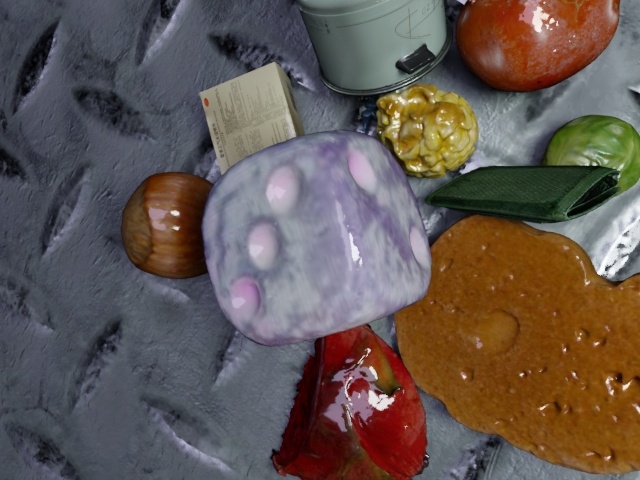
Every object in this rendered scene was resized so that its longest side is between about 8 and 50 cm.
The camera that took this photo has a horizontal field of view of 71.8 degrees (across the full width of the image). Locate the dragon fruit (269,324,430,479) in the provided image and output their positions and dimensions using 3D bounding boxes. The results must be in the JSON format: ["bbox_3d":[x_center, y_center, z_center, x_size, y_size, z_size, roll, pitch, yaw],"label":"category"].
[{"bbox_3d":[0.058,0.326,0.780,0.281,0.100,0.344,19,96,17],"label":"dragon fruit"}]

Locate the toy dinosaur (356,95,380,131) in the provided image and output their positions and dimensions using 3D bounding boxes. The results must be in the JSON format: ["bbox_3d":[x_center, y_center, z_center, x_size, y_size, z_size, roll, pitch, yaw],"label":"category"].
[{"bbox_3d":[0.092,-0.247,0.837,0.047,0.030,0.084,2,89,14],"label":"toy dinosaur"}]

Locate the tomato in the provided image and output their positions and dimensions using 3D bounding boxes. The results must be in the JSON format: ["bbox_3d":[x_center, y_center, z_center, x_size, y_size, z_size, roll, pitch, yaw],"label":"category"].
[{"bbox_3d":[0.331,-0.331,0.695,0.231,0.232,0.189,-20,101,12],"label":"tomato"}]

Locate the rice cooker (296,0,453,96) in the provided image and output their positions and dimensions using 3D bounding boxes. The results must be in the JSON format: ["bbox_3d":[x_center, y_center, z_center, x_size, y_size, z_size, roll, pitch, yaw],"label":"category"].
[{"bbox_3d":[0.091,-0.370,0.731,0.241,0.227,0.281,-32,50,-2],"label":"rice cooker"}]

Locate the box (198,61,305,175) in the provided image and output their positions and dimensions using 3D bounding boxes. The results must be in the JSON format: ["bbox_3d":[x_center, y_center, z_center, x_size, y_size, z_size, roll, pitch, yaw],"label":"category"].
[{"bbox_3d":[-0.119,-0.201,0.851,0.167,0.095,0.212,-17,85,11],"label":"box"}]

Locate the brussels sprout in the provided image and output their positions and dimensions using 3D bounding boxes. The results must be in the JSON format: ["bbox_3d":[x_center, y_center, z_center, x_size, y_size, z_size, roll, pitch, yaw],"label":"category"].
[{"bbox_3d":[0.434,-0.128,0.714,0.154,0.117,0.155,0,87,6],"label":"brussels sprout"}]

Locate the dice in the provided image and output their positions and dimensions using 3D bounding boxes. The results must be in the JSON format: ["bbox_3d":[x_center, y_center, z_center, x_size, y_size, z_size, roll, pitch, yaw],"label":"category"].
[{"bbox_3d":[0.000,0.000,0.700,0.270,0.270,0.272,-20,83,32],"label":"dice"}]

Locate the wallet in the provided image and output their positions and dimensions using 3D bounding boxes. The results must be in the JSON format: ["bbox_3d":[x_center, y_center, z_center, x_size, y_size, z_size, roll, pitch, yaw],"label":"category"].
[{"bbox_3d":[0.297,-0.073,0.676,0.160,0.236,0.055,-24,110,-29],"label":"wallet"}]

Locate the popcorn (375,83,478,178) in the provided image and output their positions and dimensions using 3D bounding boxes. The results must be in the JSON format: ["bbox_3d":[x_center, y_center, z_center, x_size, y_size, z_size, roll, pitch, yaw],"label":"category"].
[{"bbox_3d":[0.175,-0.187,0.750,0.179,0.170,0.180,30,138,31],"label":"popcorn"}]

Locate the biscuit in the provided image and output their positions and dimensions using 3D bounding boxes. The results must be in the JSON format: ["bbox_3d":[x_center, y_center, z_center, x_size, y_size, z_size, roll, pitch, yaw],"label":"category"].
[{"bbox_3d":[0.303,0.151,0.683,0.455,0.078,0.350,28,108,36],"label":"biscuit"}]

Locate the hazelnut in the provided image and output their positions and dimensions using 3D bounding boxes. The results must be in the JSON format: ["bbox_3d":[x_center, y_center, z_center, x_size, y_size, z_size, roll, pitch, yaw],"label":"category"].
[{"bbox_3d":[-0.270,-0.028,0.849,0.214,0.176,0.215,-5,120,-9],"label":"hazelnut"}]
